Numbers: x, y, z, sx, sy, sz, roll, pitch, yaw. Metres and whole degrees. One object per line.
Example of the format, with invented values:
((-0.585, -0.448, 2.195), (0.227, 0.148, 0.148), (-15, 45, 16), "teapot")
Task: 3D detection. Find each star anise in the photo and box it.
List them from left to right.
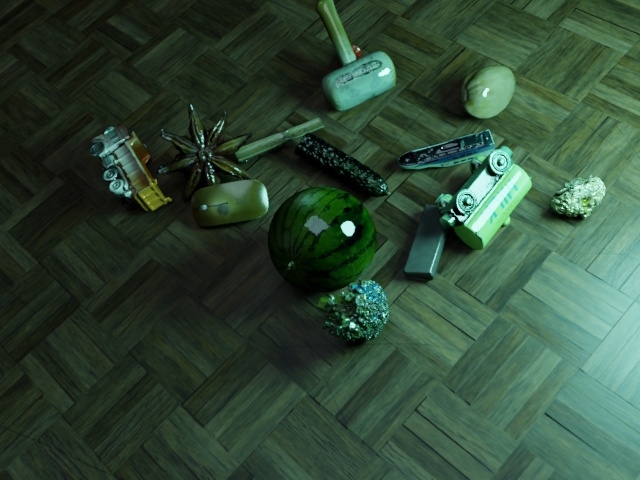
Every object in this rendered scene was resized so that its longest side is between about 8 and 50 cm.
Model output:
((-0.292, -0.219, 1.957), (0.272, 0.102, 0.271), (0, 96, 3), "star anise")

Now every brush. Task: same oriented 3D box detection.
((-0.109, -0.264, 2.000), (0.248, 0.036, 0.043), (-24, 67, -7), "brush")

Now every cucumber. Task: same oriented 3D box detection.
((0.059, -0.180, 1.886), (0.300, 0.072, 0.072), (34, 71, 27), "cucumber")

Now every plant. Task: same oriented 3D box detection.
((0.575, -0.112, 1.714), (0.117, 0.104, 0.122), (4, 31, -9), "plant")

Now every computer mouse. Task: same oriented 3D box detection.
((-0.229, -0.093, 1.892), (0.199, 0.045, 0.102), (-8, 89, 7), "computer mouse")

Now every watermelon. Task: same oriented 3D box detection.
((0.003, -0.003, 1.686), (0.243, 0.242, 0.242), (-6, 57, 9), "watermelon")

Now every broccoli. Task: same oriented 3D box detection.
((0.068, 0.150, 1.636), (0.160, 0.154, 0.167), (7, 58, 41), "broccoli")

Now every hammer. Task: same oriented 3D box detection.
((0.060, -0.510, 2.016), (0.202, 0.113, 0.305), (-25, 85, -7), "hammer")

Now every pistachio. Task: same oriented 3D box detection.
((0.425, -0.383, 1.913), (0.126, 0.108, 0.185), (44, 66, 4), "pistachio")

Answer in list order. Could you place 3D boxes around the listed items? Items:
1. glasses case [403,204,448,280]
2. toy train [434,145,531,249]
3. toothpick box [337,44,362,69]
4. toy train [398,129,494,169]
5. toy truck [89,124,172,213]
((0.250, 0.003, 1.740), (0.072, 0.042, 0.190), (9, 60, 23), "glasses case")
((0.381, -0.094, 1.727), (0.157, 0.105, 0.253), (46, 69, -11), "toy train")
((0.080, -0.497, 2.099), (0.047, 0.047, 0.083), (14, 63, 21), "toothpick box")
((0.308, -0.212, 1.861), (0.234, 0.051, 0.052), (-16, 55, 7), "toy train")
((-0.506, -0.191, 1.997), (0.135, 0.114, 0.270), (-33, 57, -5), "toy truck")
